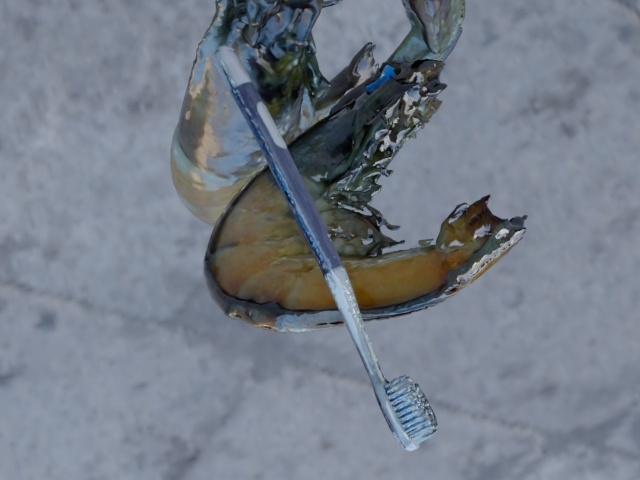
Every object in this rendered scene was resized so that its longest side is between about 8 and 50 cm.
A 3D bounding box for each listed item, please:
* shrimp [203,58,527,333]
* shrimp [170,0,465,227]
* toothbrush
[{"bbox_3d":[0.053,-0.036,1.351,0.222,0.290,0.054,6,133,33],"label":"shrimp"},{"bbox_3d":[0.008,-0.137,1.455,0.272,0.085,0.445,-30,162,-13],"label":"shrimp"},{"bbox_3d":[0.000,0.000,1.237,0.026,0.288,0.024,-31,168,21],"label":"toothbrush"}]
